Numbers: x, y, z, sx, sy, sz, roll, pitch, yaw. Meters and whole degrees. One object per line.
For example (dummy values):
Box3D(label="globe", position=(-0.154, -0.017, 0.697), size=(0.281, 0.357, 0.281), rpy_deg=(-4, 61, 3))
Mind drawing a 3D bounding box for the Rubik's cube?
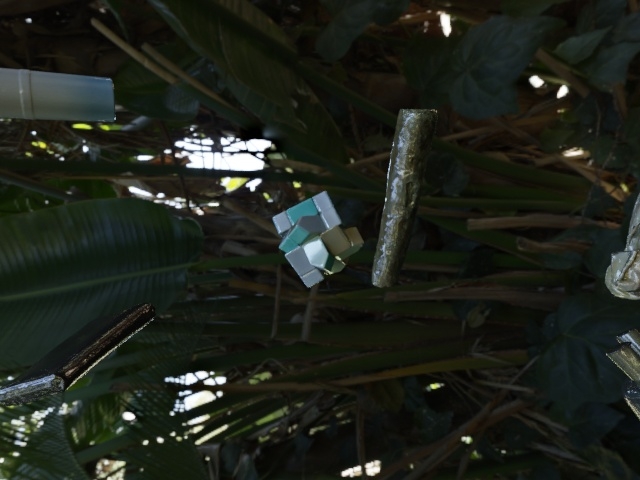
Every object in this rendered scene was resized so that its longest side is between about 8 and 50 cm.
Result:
Box3D(label="Rubik's cube", position=(0.000, 0.000, 1.329), size=(0.213, 0.224, 0.265), rpy_deg=(65, -175, 22))

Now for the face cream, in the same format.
Box3D(label="face cream", position=(-0.469, -0.234, 0.729), size=(0.077, 0.249, 0.078), rpy_deg=(12, 104, 61))

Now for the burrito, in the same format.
Box3D(label="burrito", position=(0.583, -0.053, 0.766), size=(0.348, 0.107, 0.175), rpy_deg=(-60, -21, -7))

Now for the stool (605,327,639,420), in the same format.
Box3D(label="stool", position=(0.453, 0.162, 0.539), size=(0.139, 0.153, 0.228), rpy_deg=(60, 177, 16))

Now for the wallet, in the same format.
Box3D(label="wallet", position=(-0.394, 0.180, 0.757), size=(0.250, 0.148, 0.044), rpy_deg=(-60, -50, -69))

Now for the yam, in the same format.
Box3D(label="yam", position=(0.122, -0.059, 0.685), size=(0.061, 0.061, 0.275), rpy_deg=(-65, -17, -71))
